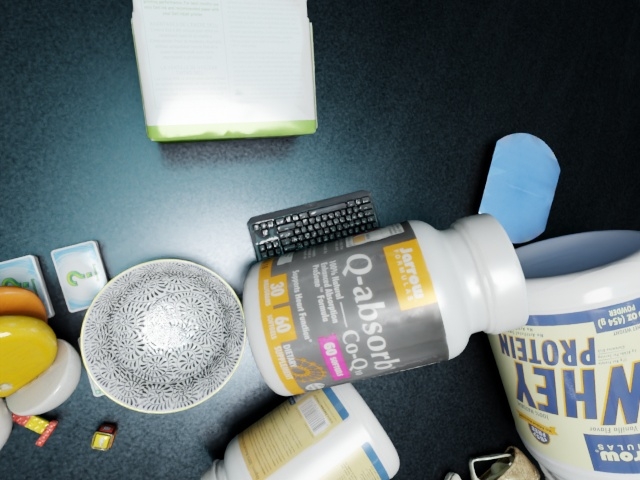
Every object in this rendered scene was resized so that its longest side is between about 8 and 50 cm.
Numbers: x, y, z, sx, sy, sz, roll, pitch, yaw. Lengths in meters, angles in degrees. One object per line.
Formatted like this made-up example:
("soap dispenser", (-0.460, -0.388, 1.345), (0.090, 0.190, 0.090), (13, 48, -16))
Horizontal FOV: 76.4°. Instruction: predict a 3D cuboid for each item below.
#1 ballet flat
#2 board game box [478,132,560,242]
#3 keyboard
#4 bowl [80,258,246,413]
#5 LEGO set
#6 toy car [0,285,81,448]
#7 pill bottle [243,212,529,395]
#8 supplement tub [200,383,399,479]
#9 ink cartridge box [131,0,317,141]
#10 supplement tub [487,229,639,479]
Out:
("ballet flat", (0.227, 0.370, 0.607), (0.207, 0.073, 0.067), (-18, 67, -17))
("board game box", (0.304, -0.080, 0.641), (0.133, 0.033, 0.168), (14, 91, -20))
("keyboard", (0.000, 0.000, 0.561), (0.180, 0.023, 0.108), (-15, 94, -14))
("bowl", (-0.177, 0.104, 0.481), (0.170, 0.080, 0.169), (0, 90, -15))
("LEGO set", (-0.319, 0.139, 0.456), (0.183, 0.060, 0.243), (-15, 94, -11))
("toy car", (-0.342, 0.116, 0.380), (0.182, 0.136, 0.159), (-39, 142, -10))
("pill bottle", (0.068, 0.068, 0.465), (0.279, 0.162, 0.161), (-16, 94, 7))
("supplement tub", (-0.023, 0.269, 0.489), (0.200, 0.144, 0.144), (-32, 98, -13))
("ink cartridge box", (-0.111, -0.246, 0.467), (0.189, 0.097, 0.254), (-7, 103, -16))
("supplement tub", (0.366, 0.169, 0.549), (0.236, 0.235, 0.324), (-20, 95, -15))
